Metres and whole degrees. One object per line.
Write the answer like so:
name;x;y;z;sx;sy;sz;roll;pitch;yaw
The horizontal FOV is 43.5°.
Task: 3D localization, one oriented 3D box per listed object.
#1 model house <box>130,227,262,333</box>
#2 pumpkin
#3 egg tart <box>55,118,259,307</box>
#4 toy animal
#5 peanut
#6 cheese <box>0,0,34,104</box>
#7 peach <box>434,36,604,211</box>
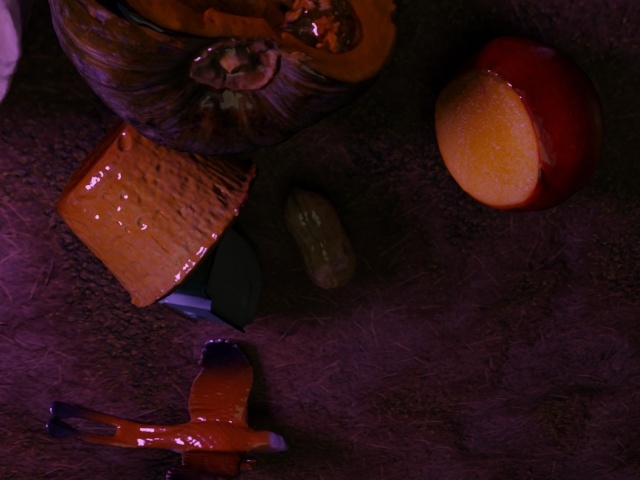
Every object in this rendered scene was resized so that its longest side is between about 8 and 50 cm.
model house;-0.171;0.051;1.051;0.148;0.120;0.148;0;159;20
pumpkin;-0.115;-0.216;0.783;0.324;0.242;0.232;16;155;-28
egg tart;-0.184;-0.042;0.899;0.215;0.215;0.171;-40;114;22
toy animal;-0.216;0.317;1.246;0.284;0.225;0.302;-11;146;24
peanut;0.000;0.000;1.043;0.080;0.080;0.174;-20;131;7
cheese;-0.436;-0.238;0.710;0.332;0.153;0.292;-10;130;0
peach;0.221;-0.127;0.908;0.192;0.190;0.190;15;127;-39
